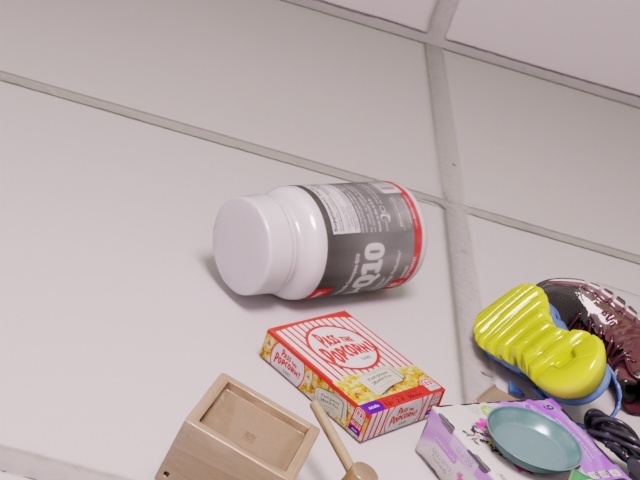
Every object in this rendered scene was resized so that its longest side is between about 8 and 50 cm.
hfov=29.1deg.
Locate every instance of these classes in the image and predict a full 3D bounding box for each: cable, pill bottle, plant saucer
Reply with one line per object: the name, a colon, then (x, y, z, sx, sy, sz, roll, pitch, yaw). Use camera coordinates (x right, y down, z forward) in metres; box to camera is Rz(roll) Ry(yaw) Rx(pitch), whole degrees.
cable: (0.400, 0.275, 1.525, 0.184, 0.047, 0.150, 44, 6, 25)
pill bottle: (0.000, 0.000, 1.755, 0.283, 0.161, 0.161, -5, 34, -39)
plant saucer: (0.246, 0.237, 1.438, 0.119, 0.021, 0.119, 16, 26, -8)

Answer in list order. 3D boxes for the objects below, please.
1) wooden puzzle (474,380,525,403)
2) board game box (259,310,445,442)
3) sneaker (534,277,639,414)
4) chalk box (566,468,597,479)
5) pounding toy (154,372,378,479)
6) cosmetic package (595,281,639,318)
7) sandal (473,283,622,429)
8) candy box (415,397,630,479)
wooden puzzle: (0.245, 0.225, 1.640, 0.078, 0.014, 0.116, 37, 31, 26)
board game box: (0.040, 0.169, 1.577, 0.146, 0.045, 0.193, -11, 38, -46)
sneaker: (0.416, 0.158, 1.784, 0.281, 0.106, 0.162, 25, 29, 12)
chalk box: (0.283, 0.342, 1.291, 0.213, 0.132, 0.132, 25, 27, 12)
pounding toy: (-0.047, 0.242, 1.333, 0.206, 0.094, 0.181, 30, 21, 3)
cosmetic package: (0.540, 0.144, 1.939, 0.239, 0.060, 0.099, 18, 25, 0)
sandal: (0.315, 0.166, 1.710, 0.138, 0.126, 0.317, 52, 2, -25)
candy box: (0.241, 0.268, 1.481, 0.196, 0.070, 0.165, 1, 30, -32)
